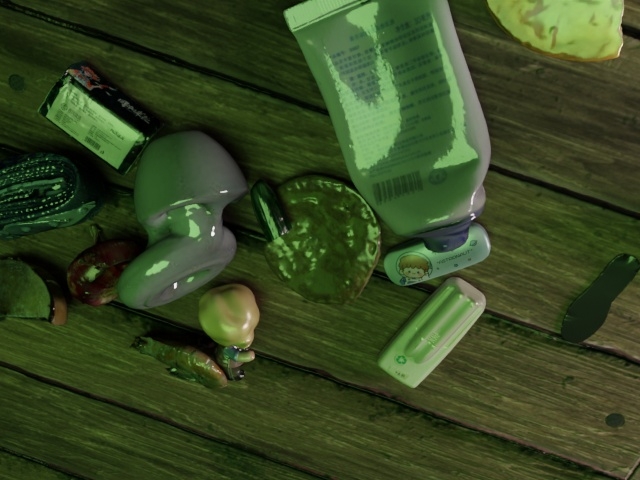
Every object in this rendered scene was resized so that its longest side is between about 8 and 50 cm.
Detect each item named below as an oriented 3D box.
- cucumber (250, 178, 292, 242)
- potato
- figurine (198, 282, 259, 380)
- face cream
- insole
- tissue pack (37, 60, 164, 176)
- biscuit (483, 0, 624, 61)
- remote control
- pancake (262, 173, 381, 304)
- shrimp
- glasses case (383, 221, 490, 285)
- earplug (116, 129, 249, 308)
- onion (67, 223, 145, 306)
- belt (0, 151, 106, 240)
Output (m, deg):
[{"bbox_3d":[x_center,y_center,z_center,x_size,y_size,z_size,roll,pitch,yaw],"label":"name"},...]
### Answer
[{"bbox_3d":[-0.086,-0.049,1.176,0.048,0.048,0.105,-18,107,20],"label":"cucumber"},{"bbox_3d":[-0.561,0.099,1.381,0.261,0.100,0.120,3,79,26],"label":"potato"},{"bbox_3d":[-0.158,0.171,1.308,0.108,0.114,0.196,-4,125,3],"label":"figurine"},{"bbox_3d":[0.123,-0.179,1.071,0.235,0.137,0.420,-17,104,21],"label":"face cream"},{"bbox_3d":[0.458,0.098,1.195,0.064,0.004,0.188,26,119,-2],"label":"insole"},{"bbox_3d":[-0.351,-0.196,1.166,0.170,0.090,0.103,38,118,-10],"label":"tissue pack"},{"bbox_3d":[0.305,-0.389,0.955,0.204,0.040,0.309,-2,116,12],"label":"biscuit"},{"bbox_3d":[0.192,0.164,1.260,0.090,0.049,0.230,33,120,-3],"label":"remote control"},{"bbox_3d":[0.001,0.000,1.216,0.222,0.042,0.236,-4,112,23],"label":"pancake"},{"bbox_3d":[-0.268,0.231,1.373,0.223,0.047,0.126,14,146,29],"label":"shrimp"},{"bbox_3d":[0.189,0.023,1.189,0.178,0.045,0.067,-20,110,21],"label":"glasses case"},{"bbox_3d":[-0.230,-0.021,1.182,0.175,0.214,0.325,33,119,26],"label":"earplug"},{"bbox_3d":[-0.390,0.033,1.289,0.150,0.150,0.140,-45,70,27],"label":"onion"},{"bbox_3d":[-0.476,-0.076,1.243,0.218,0.128,0.122,-10,77,15],"label":"belt"}]
